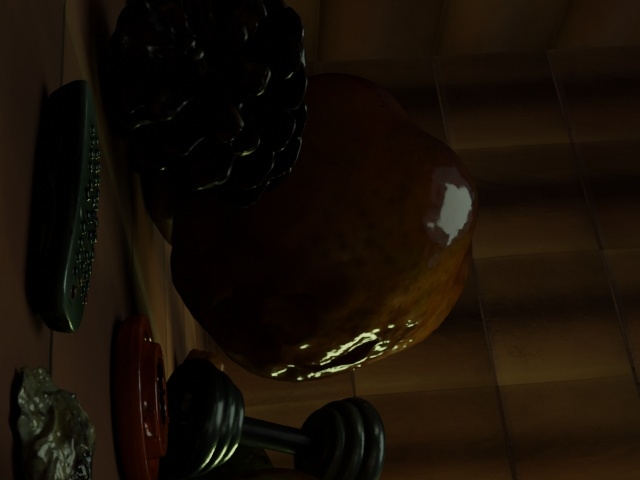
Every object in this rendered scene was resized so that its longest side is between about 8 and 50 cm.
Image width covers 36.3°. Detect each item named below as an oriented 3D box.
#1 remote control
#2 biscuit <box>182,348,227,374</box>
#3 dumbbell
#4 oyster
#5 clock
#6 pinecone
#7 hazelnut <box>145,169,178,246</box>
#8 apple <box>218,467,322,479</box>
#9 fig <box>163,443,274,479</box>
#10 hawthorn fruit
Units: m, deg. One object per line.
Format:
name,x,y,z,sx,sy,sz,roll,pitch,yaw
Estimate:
remote control,-0.196,-0.033,0.762,0.072,0.042,0.222,93,-7,-55
biscuit,-0.241,0.408,2.078,0.312,0.110,0.318,92,-7,-69
dumbbell,-0.074,0.292,1.456,0.179,0.406,0.179,-36,-137,45
oyster,-0.171,0.166,0.660,0.108,0.053,0.166,138,-59,-71
clock,-0.209,0.189,1.156,0.205,0.051,0.205,177,-90,-85
pinecone,-0.139,-0.186,1.175,0.296,0.242,0.298,112,-35,-76
hazelnut,-0.211,-0.078,1.646,0.214,0.176,0.214,39,39,-41
apple,-0.071,0.468,1.257,0.276,0.348,0.349,-22,-115,39
fig,-0.185,0.406,1.630,0.275,0.206,0.206,-2,-88,62
hawthorn fruit,0.000,0.000,1.432,0.472,0.471,0.472,176,-90,-85
